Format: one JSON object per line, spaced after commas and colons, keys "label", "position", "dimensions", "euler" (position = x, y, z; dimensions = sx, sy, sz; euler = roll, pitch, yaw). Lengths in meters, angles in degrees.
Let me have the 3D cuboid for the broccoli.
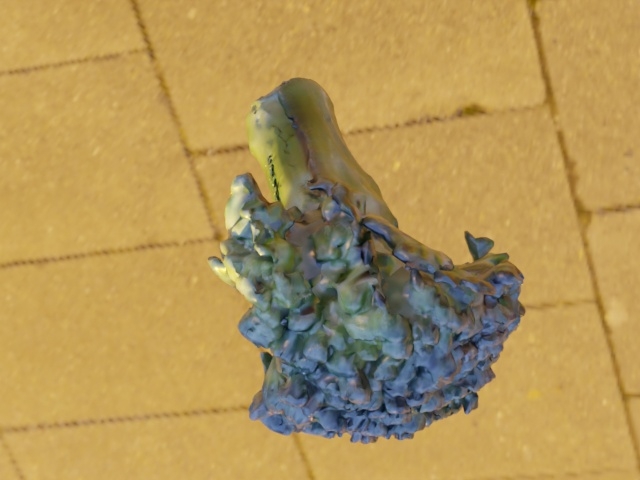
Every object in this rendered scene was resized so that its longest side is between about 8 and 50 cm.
{"label": "broccoli", "position": [-0.011, 0.003, 0.943], "dimensions": [0.177, 0.199, 0.274], "euler": [-51, 60, 30]}
